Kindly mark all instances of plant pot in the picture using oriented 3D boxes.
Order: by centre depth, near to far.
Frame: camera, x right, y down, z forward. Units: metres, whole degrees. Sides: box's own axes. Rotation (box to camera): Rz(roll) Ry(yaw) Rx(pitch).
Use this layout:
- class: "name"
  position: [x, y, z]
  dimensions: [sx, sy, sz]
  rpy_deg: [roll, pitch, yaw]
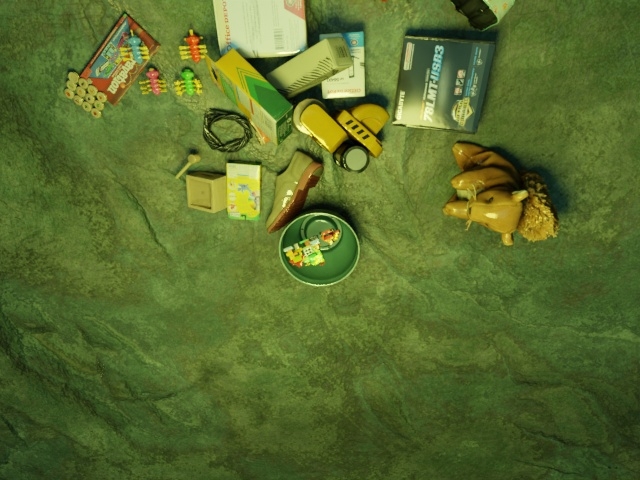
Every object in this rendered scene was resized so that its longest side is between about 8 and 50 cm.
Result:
- class: "plant pot"
  position: [0.000, 0.000, 1.682]
  dimensions: [0.293, 0.196, 0.292]
  rpy_deg: [1, 113, 3]

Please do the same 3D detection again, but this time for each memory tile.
- class: "memory tile"
  position: [-0.845, -0.522, 1.580]
  dimensions: [0.148, 0.012, 0.113]
  rpy_deg: [36, 124, -10]

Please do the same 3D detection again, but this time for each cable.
- class: "cable"
  position: [-0.341, -0.393, 1.611]
  dimensions: [0.185, 0.047, 0.150]
  rpy_deg: [13, 113, -4]

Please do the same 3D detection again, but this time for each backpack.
- class: "backpack"
  position: [0.509, -0.746, 1.348]
  dimensions: [0.166, 0.188, 0.144]
  rpy_deg: [42, 108, -13]

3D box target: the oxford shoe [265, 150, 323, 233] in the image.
- class: "oxford shoe"
  position: [-0.125, -0.180, 1.676]
  dimensions: [0.130, 0.123, 0.348]
  rpy_deg: [42, 112, 14]

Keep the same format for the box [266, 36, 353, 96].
- class: "box"
  position: [-0.039, -0.552, 1.424]
  dimensions: [0.275, 0.113, 0.094]
  rpy_deg: [-12, 103, 43]

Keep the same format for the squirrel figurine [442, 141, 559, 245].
- class: "squirrel figurine"
  position: [0.636, -0.141, 1.500]
  dimensions: [0.398, 0.370, 0.280]
  rpy_deg: [9, 113, -2]

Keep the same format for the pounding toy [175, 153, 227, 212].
- class: "pounding toy"
  position: [-0.448, -0.229, 1.660]
  dimensions: [0.181, 0.094, 0.205]
  rpy_deg: [14, 115, 23]

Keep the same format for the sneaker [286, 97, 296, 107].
- class: "sneaker"
  position: [-0.142, -0.486, 1.570]
  dimensions: [0.120, 0.047, 0.057]
  rpy_deg: [-10, 96, 3]

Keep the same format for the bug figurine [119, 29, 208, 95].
- class: "bug figurine"
  position: [-0.522, -0.605, 1.508]
  dimensions: [0.279, 0.072, 0.216]
  rpy_deg: [-3, 121, -7]

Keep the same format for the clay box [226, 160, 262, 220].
- class: "clay box"
  position: [-0.292, -0.190, 1.692]
  dimensions: [0.128, 0.053, 0.221]
  rpy_deg: [5, 114, 1]

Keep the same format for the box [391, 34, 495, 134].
- class: "box"
  position: [0.405, -0.525, 1.488]
  dimensions: [0.294, 0.073, 0.295]
  rpy_deg: [9, 112, 8]

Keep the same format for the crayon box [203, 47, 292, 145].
- class: "crayon box"
  position: [-0.230, -0.482, 1.449]
  dimensions: [0.323, 0.203, 0.083]
  rpy_deg: [44, 81, 3]

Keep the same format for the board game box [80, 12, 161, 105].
- class: "board game box"
  position: [-0.700, -0.627, 1.539]
  dimensions: [0.145, 0.027, 0.281]
  rpy_deg: [42, 108, -16]

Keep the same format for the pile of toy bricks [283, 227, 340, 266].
- class: "pile of toy bricks"
  position: [-0.021, 0.040, 1.522]
  dimensions: [0.212, 0.118, 0.105]
  rpy_deg: [-24, 91, 13]

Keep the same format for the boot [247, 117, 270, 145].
- class: "boot"
  position: [-0.216, -0.432, 1.591]
  dimensions: [0.085, 0.059, 0.157]
  rpy_deg: [-29, 106, -5]

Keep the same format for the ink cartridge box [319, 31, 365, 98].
- class: "ink cartridge box"
  position: [0.076, -0.590, 1.488]
  dimensions: [0.148, 0.086, 0.203]
  rpy_deg: [-3, 112, 4]

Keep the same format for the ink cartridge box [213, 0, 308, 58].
- class: "ink cartridge box"
  position: [-0.186, -0.708, 1.432]
  dimensions: [0.283, 0.117, 0.207]
  rpy_deg: [-2, 113, 3]

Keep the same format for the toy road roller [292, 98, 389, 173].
- class: "toy road roller"
  position: [0.081, -0.403, 1.515]
  dimensions: [0.330, 0.202, 0.240]
  rpy_deg: [38, 96, -17]
